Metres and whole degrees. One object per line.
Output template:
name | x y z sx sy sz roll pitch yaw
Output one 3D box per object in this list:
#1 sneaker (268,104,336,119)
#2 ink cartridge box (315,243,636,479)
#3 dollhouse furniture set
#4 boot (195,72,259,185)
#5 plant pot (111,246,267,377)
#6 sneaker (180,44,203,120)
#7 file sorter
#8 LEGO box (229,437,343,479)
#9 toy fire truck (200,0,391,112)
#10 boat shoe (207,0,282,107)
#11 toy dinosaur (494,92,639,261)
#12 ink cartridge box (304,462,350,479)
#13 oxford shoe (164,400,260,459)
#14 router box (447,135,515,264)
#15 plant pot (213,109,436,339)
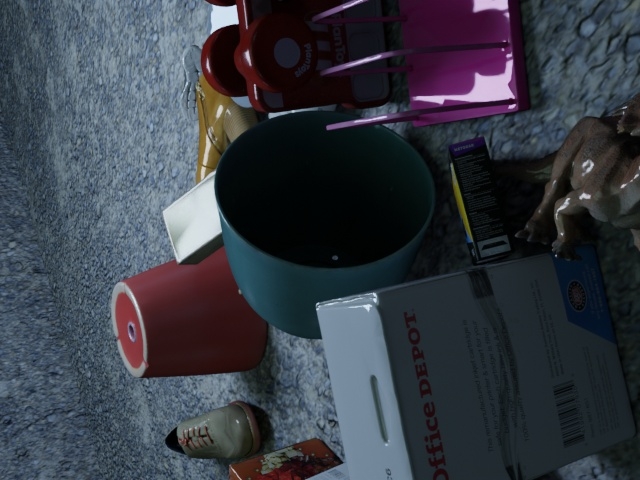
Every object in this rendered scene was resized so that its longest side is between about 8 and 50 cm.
sneaker | -0.053 -0.276 1.392 0.297 0.111 0.129 51 123 33
ink cartridge box | 0.170 0.142 0.923 0.129 0.307 0.223 -15 86 59
dollhouse furniture set | -0.112 -0.038 1.427 0.161 0.242 0.212 -32 70 34
boot | -0.199 -0.188 1.652 0.295 0.104 0.211 -60 44 41
plant pot | -0.274 0.157 1.726 0.275 0.243 0.275 25 120 53
sneaker | -0.253 -0.324 1.744 0.065 0.061 0.158 -101 17 -63
file sorter | 0.101 -0.285 1.031 0.202 0.182 0.290 2 101 59
LEGO box | -0.006 0.666 1.485 0.372 0.193 0.500 36 129 49
toy fire truck | -0.025 -0.322 1.160 0.169 0.254 0.302 10 109 59
boat shoe | -0.090 -0.394 1.305 0.136 0.156 0.367 5 109 46
toy dinosaur | 0.293 -0.081 0.850 0.296 0.127 0.200 -136 54 -67
ink cartridge box | 0.068 0.389 1.323 0.109 0.150 0.063 12 113 57
oxford shoe | -0.236 0.430 1.854 0.348 0.130 0.123 -35 69 57
router box | 0.186 -0.040 1.005 0.179 0.046 0.133 24 -128 -80
plant pot | 0.000 0.000 1.206 0.293 0.293 0.235 56 156 34
